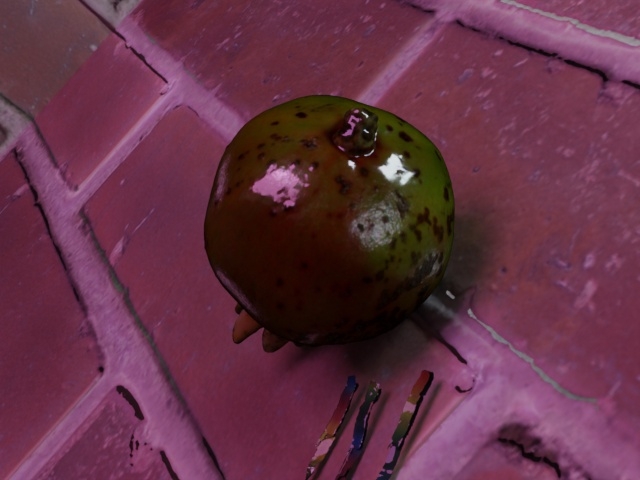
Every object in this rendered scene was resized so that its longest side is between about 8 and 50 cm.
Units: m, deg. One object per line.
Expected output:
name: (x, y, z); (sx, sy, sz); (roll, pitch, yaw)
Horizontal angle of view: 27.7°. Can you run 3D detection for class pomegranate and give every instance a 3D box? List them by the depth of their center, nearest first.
pomegranate: (-0.012, -0.004, 1.011); (0.246, 0.198, 0.198); (-28, 33, 36)

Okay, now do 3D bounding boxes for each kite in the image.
kite: (-0.005, 0.214, 0.912); (0.152, 0.015, 0.285); (-2, 55, 52)
